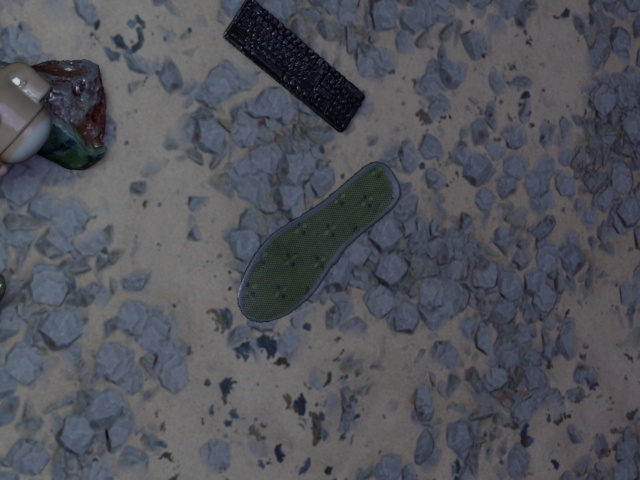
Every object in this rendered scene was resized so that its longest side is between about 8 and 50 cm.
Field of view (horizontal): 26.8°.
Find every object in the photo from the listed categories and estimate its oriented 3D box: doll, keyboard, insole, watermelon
[{"bbox_3d":[-0.421,-0.091,1.543,0.119,0.154,0.278,44,84,-14],"label":"doll"},{"bbox_3d":[-0.032,-0.244,1.883,0.231,0.023,0.072,38,73,-25],"label":"keyboard"},{"bbox_3d":[0.000,0.000,1.910,0.322,0.007,0.109,-41,110,-24],"label":"insole"},{"bbox_3d":[-0.327,-0.182,1.679,0.187,0.071,0.139,45,64,-23],"label":"watermelon"}]

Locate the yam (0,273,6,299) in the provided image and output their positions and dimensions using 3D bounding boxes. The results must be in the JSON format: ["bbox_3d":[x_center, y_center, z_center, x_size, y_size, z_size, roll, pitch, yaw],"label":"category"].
[{"bbox_3d":[-0.507,0.170,1.558,0.083,0.083,0.371,48,66,-22],"label":"yam"}]
